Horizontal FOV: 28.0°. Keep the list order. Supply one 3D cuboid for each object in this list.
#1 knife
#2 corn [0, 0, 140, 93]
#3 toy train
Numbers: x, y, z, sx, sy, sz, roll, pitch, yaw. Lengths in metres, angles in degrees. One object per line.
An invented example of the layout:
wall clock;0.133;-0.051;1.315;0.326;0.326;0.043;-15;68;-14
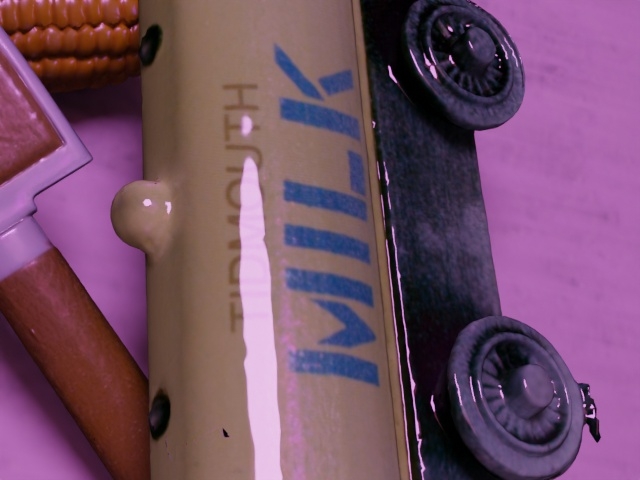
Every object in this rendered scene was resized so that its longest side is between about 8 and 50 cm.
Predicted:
knife;-0.112;-0.022;0.448;0.061;0.027;0.343;-35;96;-13
corn;-0.172;-0.090;0.487;0.238;0.080;0.080;-7;67;-18
toy train;0.000;0.000;0.460;0.157;0.105;0.253;9;64;-30
